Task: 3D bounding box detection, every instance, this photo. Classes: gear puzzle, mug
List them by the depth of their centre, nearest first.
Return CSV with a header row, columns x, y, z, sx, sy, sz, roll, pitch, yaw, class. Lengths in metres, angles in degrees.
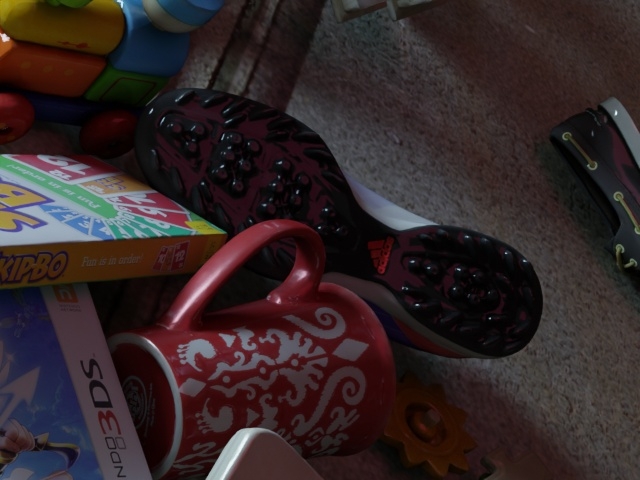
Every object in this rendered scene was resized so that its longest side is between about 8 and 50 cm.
x,y,z,sx,sy,sz,roll,pitch,yaw,class
-0.057,0.074,1.128,0.169,0.113,0.150,-8,78,-45,mug
0.134,0.235,1.250,0.339,0.044,0.175,53,37,10,gear puzzle

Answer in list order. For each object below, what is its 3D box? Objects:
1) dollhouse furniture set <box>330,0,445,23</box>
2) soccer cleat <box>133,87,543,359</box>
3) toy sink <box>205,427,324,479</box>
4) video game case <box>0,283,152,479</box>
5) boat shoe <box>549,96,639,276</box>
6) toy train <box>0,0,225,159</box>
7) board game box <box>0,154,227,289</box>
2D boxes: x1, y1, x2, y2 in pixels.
x,y,z,sx,sy,sz,roll,pitch,yaw,class
-0.100,-0.278,1.449,0.355,0.174,0.303,-23,101,-26,dollhouse furniture set
0.000,0.000,1.265,0.318,0.116,0.108,26,70,-22,soccer cleat
-0.080,0.221,0.877,0.153,0.131,0.234,49,56,-29,toy sink
-0.211,0.123,0.962,0.269,0.061,0.244,4,54,-45,video game case
0.275,-0.011,1.597,0.081,0.069,0.227,71,-6,-76,boat shoe
-0.187,-0.140,1.153,0.248,0.143,0.105,6,53,-44,toy train
-0.182,-0.013,1.072,0.124,0.039,0.259,30,21,31,board game box
